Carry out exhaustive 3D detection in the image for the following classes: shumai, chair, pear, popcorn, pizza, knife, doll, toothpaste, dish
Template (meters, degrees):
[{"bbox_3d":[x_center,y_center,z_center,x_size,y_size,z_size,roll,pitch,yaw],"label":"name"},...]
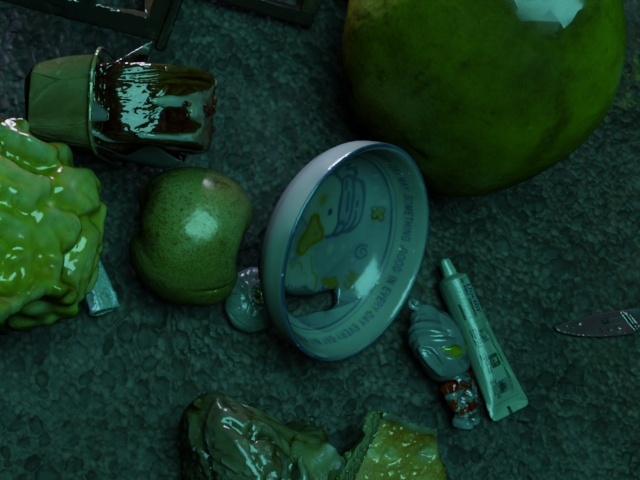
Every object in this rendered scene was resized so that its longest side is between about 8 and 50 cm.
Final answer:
[{"bbox_3d":[-0.061,0.255,1.809,0.175,0.166,0.206,-25,87,-30],"label":"shumai"},{"bbox_3d":[-0.162,-0.355,1.885,0.416,0.203,0.241,16,26,-15],"label":"chair"},{"bbox_3d":[0.205,-0.243,1.936,0.352,0.413,0.352,15,54,-22],"label":"pear"},{"bbox_3d":[-0.377,-0.015,1.724,0.293,0.293,0.237,4,85,-19],"label":"popcorn"},{"bbox_3d":[0.095,0.308,1.903,0.204,0.080,0.188,21,91,-24],"label":"pizza"},{"bbox_3d":[0.427,0.108,2.116,0.247,0.018,0.035,-8,80,-20],"label":"knife"},{"bbox_3d":[0.157,0.153,1.973,0.094,0.079,0.180,-24,90,-55],"label":"doll"},{"bbox_3d":[0.202,0.124,2.015,0.064,0.041,0.218,-22,86,-31],"label":"toothpaste"},{"bbox_3d":[-0.156,-0.006,1.854,0.136,0.167,0.167,16,69,-12],"label":"pear"},{"bbox_3d":[0.000,0.000,1.910,0.273,0.134,0.273,-23,122,-43],"label":"dish"}]

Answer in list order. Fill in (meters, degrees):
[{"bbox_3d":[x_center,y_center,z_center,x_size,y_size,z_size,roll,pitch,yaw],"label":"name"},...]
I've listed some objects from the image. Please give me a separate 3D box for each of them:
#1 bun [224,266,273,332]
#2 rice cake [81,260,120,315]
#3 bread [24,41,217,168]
[{"bbox_3d":[-0.080,0.073,1.918,0.083,0.045,0.083,5,72,-15],"label":"bun"},{"bbox_3d":[-0.298,-0.008,1.866,0.043,0.034,0.211,-20,82,-28],"label":"rice cake"},{"bbox_3d":[-0.228,-0.159,1.829,0.211,0.224,0.142,-1,86,4],"label":"bread"}]
